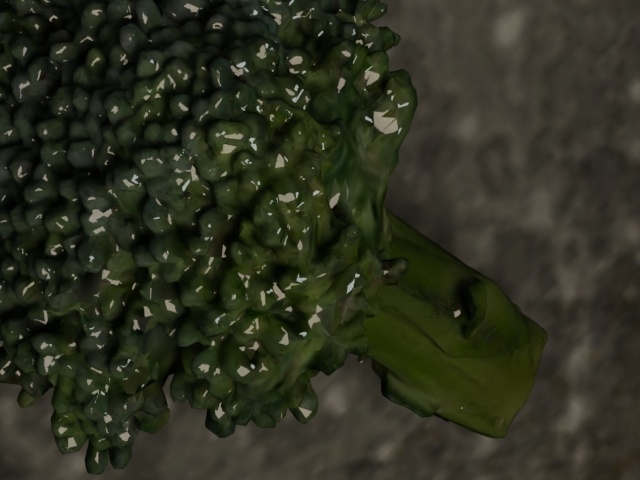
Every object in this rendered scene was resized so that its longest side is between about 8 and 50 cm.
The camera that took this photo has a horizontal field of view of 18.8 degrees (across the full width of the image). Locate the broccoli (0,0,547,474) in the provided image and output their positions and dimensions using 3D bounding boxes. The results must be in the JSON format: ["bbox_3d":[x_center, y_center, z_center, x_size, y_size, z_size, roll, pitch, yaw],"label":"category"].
[{"bbox_3d":[-0.002,0.002,0.461,0.118,0.122,0.204,-40,143,15],"label":"broccoli"}]
